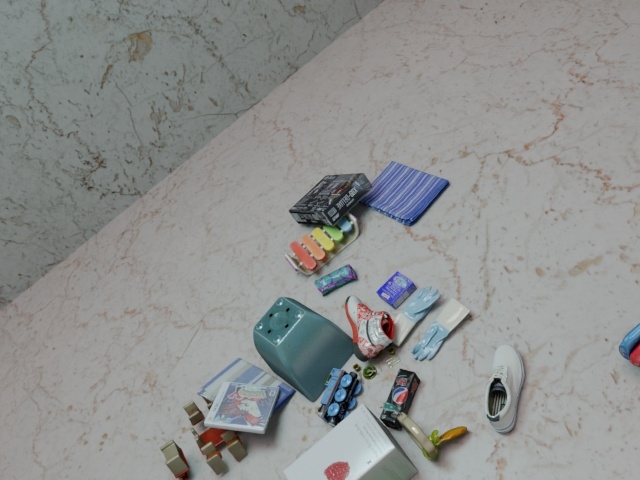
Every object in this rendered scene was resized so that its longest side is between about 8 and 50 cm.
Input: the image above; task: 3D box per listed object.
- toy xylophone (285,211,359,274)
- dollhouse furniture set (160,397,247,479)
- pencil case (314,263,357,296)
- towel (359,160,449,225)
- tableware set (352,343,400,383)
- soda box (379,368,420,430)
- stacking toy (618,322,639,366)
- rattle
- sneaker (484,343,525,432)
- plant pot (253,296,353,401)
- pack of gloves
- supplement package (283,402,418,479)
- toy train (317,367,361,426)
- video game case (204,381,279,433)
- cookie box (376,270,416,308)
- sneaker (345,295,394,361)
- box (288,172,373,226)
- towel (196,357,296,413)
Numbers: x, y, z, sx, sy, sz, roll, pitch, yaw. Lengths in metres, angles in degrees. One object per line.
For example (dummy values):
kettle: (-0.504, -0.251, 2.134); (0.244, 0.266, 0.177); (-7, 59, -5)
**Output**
toy xylophone: (0.000, 0.000, 2.410); (0.322, 0.081, 0.236); (-44, 40, -9)
dollhouse furniture set: (-0.390, 0.680, 2.035); (0.259, 0.135, 0.262); (-32, 39, -12)
pencil case: (0.057, 0.145, 2.242); (0.151, 0.064, 0.070); (-28, 25, 11)
towel: (0.319, -0.196, 2.400); (0.243, 0.040, 0.336); (-46, 40, -12)
tableware set: (0.176, 0.383, 1.957); (0.154, 0.024, 0.104); (-32, 40, 6)
soda box: (0.237, 0.470, 1.800); (0.053, 0.060, 0.169); (6, 56, 36)
stacking toy: (0.884, 0.311, 1.439); (0.165, 0.175, 0.302); (-42, 53, 3)
rattle: (0.279, 0.491, 1.683); (0.143, 0.130, 0.200); (-46, 51, 4)
sneaker: (0.502, 0.389, 1.660); (0.094, 0.091, 0.258); (-10, 47, 29)
plant pot: (-0.080, 0.331, 2.017); (0.247, 0.252, 0.247); (-50, 41, -14)
pack of gloves: (0.342, 0.269, 1.947); (0.232, 0.046, 0.195); (-49, 47, -5)
supplement package: (0.082, 0.633, 1.665); (0.293, 0.175, 0.177); (-40, 41, -3)
toy train: (0.055, 0.492, 1.904); (0.105, 0.080, 0.184); (-2, 53, 47)
video game case: (-0.252, 0.538, 1.969); (0.201, 0.023, 0.183); (3, 33, 13)
cookie box: (0.260, 0.171, 2.087); (0.107, 0.040, 0.092); (-43, 40, -8)
sneaker: (0.168, 0.259, 1.999); (0.145, 0.090, 0.270); (-39, 33, 24)
box: (0.035, -0.169, 2.466); (0.242, 0.077, 0.307); (-44, 22, -20)
towel: (-0.254, 0.515, 2.061); (0.285, 0.034, 0.209); (20, 41, 34)
